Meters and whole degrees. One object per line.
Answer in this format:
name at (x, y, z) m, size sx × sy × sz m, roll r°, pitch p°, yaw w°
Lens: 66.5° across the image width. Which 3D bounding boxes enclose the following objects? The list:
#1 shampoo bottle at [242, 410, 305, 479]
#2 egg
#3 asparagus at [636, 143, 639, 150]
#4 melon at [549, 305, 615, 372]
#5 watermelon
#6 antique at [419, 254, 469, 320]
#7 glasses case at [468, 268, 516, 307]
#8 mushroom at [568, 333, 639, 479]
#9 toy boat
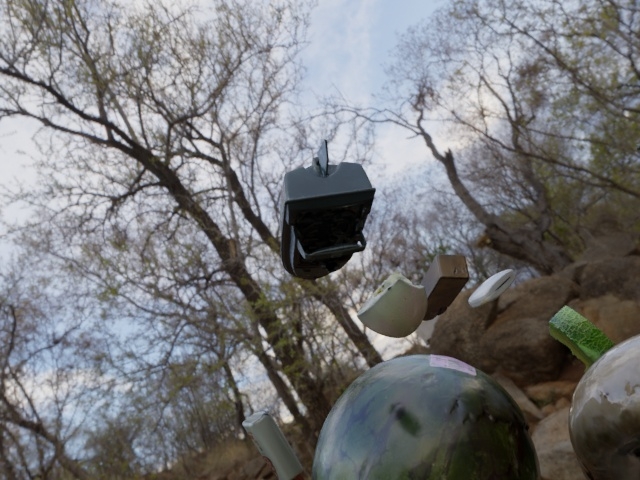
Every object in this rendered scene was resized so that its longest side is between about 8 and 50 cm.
shampoo bottle at (-0.096, 0.573, 1.249) m, size 0.071 × 0.284 × 0.153 m, roll -29°, pitch -10°, yaw -27°
egg at (0.234, 0.215, 1.509) m, size 0.206 × 0.162 × 0.271 m, roll -45°, pitch -4°, yaw -3°
asparagus at (0.633, -0.172, 0.875) m, size 0.014 × 0.114 × 0.015 m, roll 18°, pitch -99°, yaw -41°
melon at (0.534, 0.220, 0.960) m, size 0.064 × 0.209 × 0.118 m, roll -42°, pitch -8°, yaw 1°
watermelon at (0.150, 0.354, 0.731) m, size 0.363 × 0.363 × 0.363 m, roll -23°, pitch -32°, yaw -15°
antique at (0.382, 0.162, 1.591) m, size 0.093 × 0.088 × 0.310 m, roll 2°, pitch -35°, yaw -6°
glasses case at (0.406, 0.112, 1.151) m, size 0.164 × 0.041 × 0.063 m, roll -27°, pitch -6°, yaw -41°
mushroom at (0.500, 0.279, 0.592) m, size 0.294 × 0.362 × 0.362 m, roll -46°, pitch -14°, yaw -47°
toy boat at (0.000, 0.000, 0.555) m, size 0.092 × 0.103 × 0.246 m, roll -8°, pitch -23°, yaw -9°
